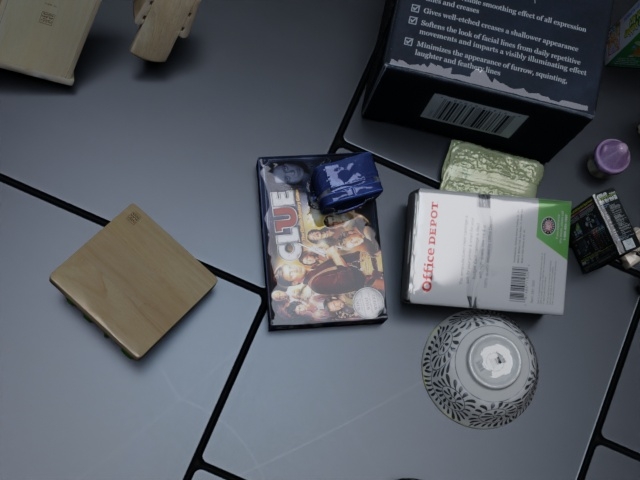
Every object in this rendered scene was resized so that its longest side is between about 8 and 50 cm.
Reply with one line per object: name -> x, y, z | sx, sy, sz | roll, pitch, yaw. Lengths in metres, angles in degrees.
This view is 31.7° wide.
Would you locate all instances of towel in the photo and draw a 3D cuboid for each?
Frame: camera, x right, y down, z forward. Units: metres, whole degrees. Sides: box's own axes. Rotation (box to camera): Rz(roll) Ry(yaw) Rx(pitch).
towel -> 0.247, -0.081, 1.639 | 0.148, 0.027, 0.110 | 14, 81, -4

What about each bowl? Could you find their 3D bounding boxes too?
bowl -> 0.230, 0.170, 1.553 | 0.170, 0.080, 0.170 | 2, 75, -7

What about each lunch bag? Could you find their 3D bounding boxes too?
lunch bag -> 0.034, -0.073, 1.548 | 0.098, 0.067, 0.065 | -17, 78, -10

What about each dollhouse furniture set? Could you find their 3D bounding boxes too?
dollhouse furniture set -> -0.351, -0.395, 1.627 | 0.286, 0.198, 0.303 | 13, 42, -26

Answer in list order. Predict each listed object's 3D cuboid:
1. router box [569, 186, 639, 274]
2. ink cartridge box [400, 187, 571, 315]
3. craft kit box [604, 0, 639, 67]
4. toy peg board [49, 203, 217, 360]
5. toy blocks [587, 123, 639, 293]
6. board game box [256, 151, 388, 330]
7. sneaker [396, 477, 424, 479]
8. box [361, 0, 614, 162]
router box -> 0.393, -0.013, 1.596 | 0.038, 0.122, 0.092 | -21, 81, -16
ink cartridge box -> 0.226, 0.016, 1.570 | 0.219, 0.092, 0.160 | 6, 88, -5
craft kit box -> 0.570, -0.310, 1.627 | 0.250, 0.246, 0.061 | 2, 75, -6
toy peg board -> -0.256, 0.065, 1.530 | 0.161, 0.079, 0.160 | 42, 59, 3
toy blocks -> 0.565, -0.100, 1.567 | 0.309, 0.260, 0.288 | -29, 82, -13
board game box -> 0.000, 0.000, 1.584 | 0.165, 0.042, 0.243 | -4, 77, -8
sneaker -> 0.163, 0.370, 1.505 | 0.162, 0.063, 0.073 | 28, 78, 0
box -> 0.249, -0.353, 1.615 | 0.294, 0.212, 0.395 | 14, 76, -4
